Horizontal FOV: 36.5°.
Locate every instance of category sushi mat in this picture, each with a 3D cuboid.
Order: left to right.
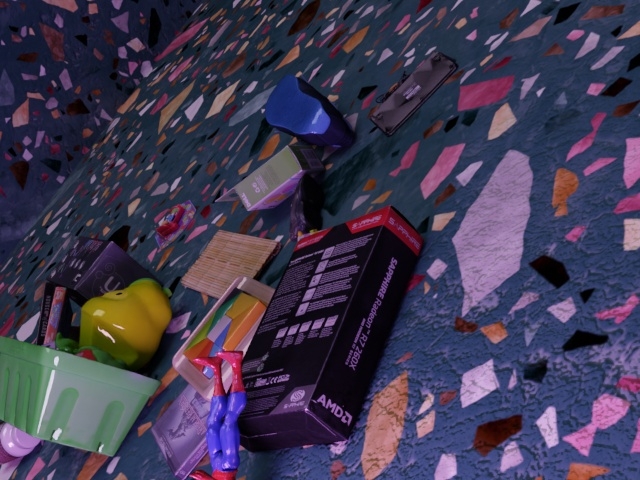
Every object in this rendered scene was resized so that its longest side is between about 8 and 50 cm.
[{"bbox_3d":[-0.190,0.051,2.003,0.151,0.019,0.316,-53,25,-13],"label":"sushi mat"}]

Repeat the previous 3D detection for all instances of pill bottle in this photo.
[{"bbox_3d":[-0.687,0.445,2.160,0.152,0.086,0.086,-26,33,40],"label":"pill bottle"}]

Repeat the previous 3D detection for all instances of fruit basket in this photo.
[{"bbox_3d":[-0.463,0.222,1.946,0.392,0.283,0.392,-37,41,41],"label":"fruit basket"}]

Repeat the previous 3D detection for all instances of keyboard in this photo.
[{"bbox_3d":[0.181,-0.286,1.892,0.192,0.038,0.100,-44,48,6],"label":"keyboard"}]

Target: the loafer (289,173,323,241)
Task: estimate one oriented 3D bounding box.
[{"bbox_3d":[-0.035,-0.066,1.875,0.061,0.062,0.170,-40,24,29],"label":"loafer"}]

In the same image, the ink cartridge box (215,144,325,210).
[{"bbox_3d":[-0.102,-0.113,1.989,0.209,0.062,0.109,-35,-11,25],"label":"ink cartridge box"}]

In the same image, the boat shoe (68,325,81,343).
[{"bbox_3d":[-0.577,0.233,2.335,0.072,0.068,0.190,-43,32,-20],"label":"boat shoe"}]

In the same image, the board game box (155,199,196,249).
[{"bbox_3d":[-0.377,-0.051,2.447,0.133,0.033,0.169,-47,25,2],"label":"board game box"}]

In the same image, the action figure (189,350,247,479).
[{"bbox_3d":[-0.163,0.298,1.340,0.091,0.139,0.280,-22,72,48],"label":"action figure"}]

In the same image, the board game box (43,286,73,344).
[{"bbox_3d":[-0.600,0.261,2.176,0.145,0.027,0.281,105,170,-60],"label":"board game box"}]

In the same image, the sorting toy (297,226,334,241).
[{"bbox_3d":[0.000,0.000,1.753,0.075,0.045,0.083,-22,30,10],"label":"sorting toy"}]

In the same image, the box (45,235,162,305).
[{"bbox_3d":[-0.515,0.096,2.295,0.143,0.165,0.270,-54,25,-16],"label":"box"}]

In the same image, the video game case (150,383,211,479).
[{"bbox_3d":[-0.178,0.261,1.667,0.274,0.026,0.196,-49,24,-5],"label":"video game case"}]

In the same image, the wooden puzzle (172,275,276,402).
[{"bbox_3d":[-0.165,0.162,1.709,0.221,0.044,0.238,-52,24,-9],"label":"wooden puzzle"}]

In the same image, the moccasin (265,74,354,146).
[{"bbox_3d":[-0.029,-0.259,2.091,0.138,0.117,0.342,-56,27,13],"label":"moccasin"}]

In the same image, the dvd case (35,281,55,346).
[{"bbox_3d":[-0.663,0.236,2.313,0.239,0.029,0.179,117,156,-52],"label":"dvd case"}]

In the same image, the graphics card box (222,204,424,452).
[{"bbox_3d":[0.000,0.135,1.476,0.233,0.094,0.371,-20,36,46],"label":"graphics card box"}]
